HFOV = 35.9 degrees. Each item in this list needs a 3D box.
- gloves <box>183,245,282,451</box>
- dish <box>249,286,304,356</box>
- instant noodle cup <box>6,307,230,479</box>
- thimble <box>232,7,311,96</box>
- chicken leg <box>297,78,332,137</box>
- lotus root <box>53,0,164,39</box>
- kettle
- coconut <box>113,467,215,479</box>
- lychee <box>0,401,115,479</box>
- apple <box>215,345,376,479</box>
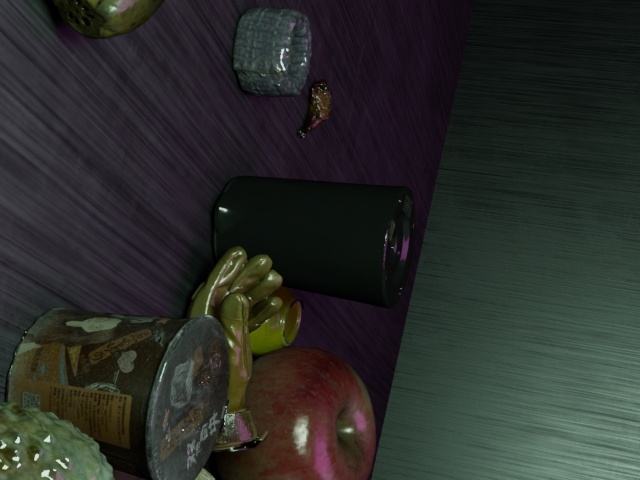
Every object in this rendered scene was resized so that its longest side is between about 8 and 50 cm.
[{"bbox_3d":[-0.151,0.173,1.588,0.154,0.141,0.330,1,91,-62],"label":"gloves"},{"bbox_3d":[-0.083,0.149,1.896,0.207,0.080,0.148,-55,149,-52],"label":"dish"},{"bbox_3d":[-0.243,0.180,1.196,0.217,0.208,0.217,8,90,-73],"label":"instant noodle cup"},{"bbox_3d":[-0.078,-0.316,1.658,0.150,0.098,0.150,8,90,-73],"label":"thimble"},{"bbox_3d":[-0.009,-0.264,2.001,0.062,0.037,0.144,34,63,-47],"label":"chicken leg"},{"bbox_3d":[-0.226,-0.330,1.149,0.124,0.123,0.241,92,19,-53],"label":"lotus root"},{"bbox_3d":[0.000,-0.014,1.696,0.262,0.308,0.203,-33,128,-67],"label":"kettle"},{"bbox_3d":[-0.230,0.411,1.330,0.227,0.227,0.230,-50,145,-59],"label":"coconut"},{"bbox_3d":[-0.321,0.261,0.930,0.274,0.255,0.255,55,38,-23],"label":"lychee"},{"bbox_3d":[-0.056,0.356,1.814,0.345,0.270,0.344,30,55,-55],"label":"apple"}]
